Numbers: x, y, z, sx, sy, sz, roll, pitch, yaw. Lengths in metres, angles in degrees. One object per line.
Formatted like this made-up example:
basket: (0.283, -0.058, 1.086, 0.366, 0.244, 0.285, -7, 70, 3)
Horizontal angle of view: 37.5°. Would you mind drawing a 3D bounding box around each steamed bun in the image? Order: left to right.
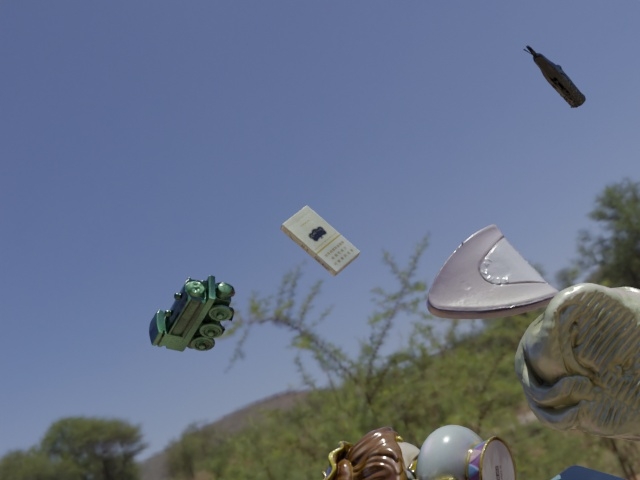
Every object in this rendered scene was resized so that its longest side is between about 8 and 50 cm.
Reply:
steamed bun: (0.476, 0.214, 1.673, 0.280, 0.267, 0.207, 7, -11, -10)

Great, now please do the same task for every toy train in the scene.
toy train: (-0.211, 0.124, 1.580, 0.111, 0.071, 0.170, 14, -45, -22)

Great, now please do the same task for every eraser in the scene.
eraser: (0.305, 0.087, 1.816, 0.243, 0.204, 0.059, -24, -34, -21)

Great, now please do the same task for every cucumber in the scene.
cucumber: (0.442, -0.309, 1.770, 0.039, 0.043, 0.163, -48, -58, 2)

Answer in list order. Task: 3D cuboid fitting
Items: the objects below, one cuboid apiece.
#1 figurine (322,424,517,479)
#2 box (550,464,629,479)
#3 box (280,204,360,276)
figurine: (0.123, 0.322, 1.274, 0.263, 0.142, 0.189, -11, -18, 34)
box: (0.483, 0.494, 1.637, 0.130, 0.162, 0.227, -28, 18, -33)
box: (0.000, 0.000, 2.116, 0.090, 0.167, 0.024, -39, -17, -36)
